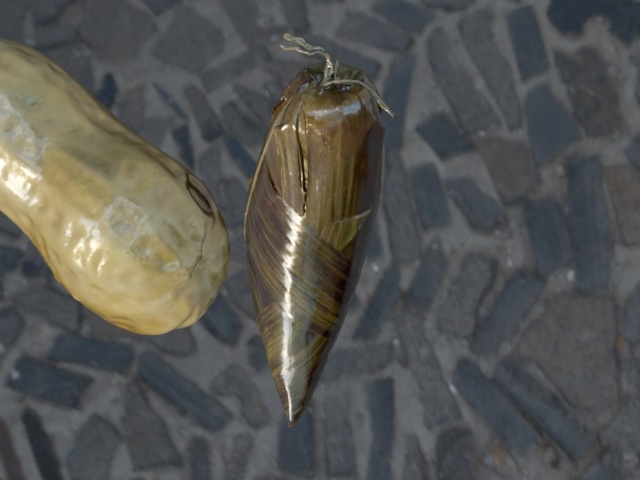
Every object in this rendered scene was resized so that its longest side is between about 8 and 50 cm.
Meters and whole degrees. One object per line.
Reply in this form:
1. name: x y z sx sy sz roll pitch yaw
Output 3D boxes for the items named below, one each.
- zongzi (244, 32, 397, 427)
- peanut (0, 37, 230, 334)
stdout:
1. zongzi: 0.000 0.000 1.074 0.111 0.247 0.241 2 64 -10
2. peanut: -0.154 -0.039 0.851 0.110 0.236 0.120 -40 12 22
